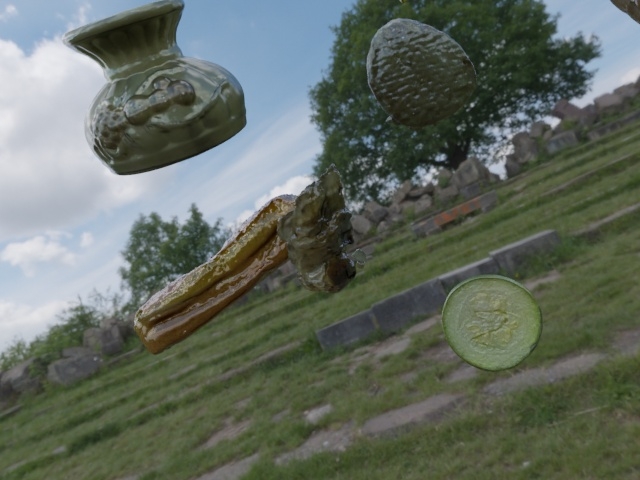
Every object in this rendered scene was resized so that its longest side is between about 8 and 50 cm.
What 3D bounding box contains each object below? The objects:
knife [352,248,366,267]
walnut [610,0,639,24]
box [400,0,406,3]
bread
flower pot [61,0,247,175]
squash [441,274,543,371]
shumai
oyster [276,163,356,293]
[{"bbox_3d":[0.115,0.056,1.403,0.017,0.047,0.298,-57,-7,-6],"label":"knife"},{"bbox_3d":[0.638,-0.507,0.819,0.226,0.274,0.273,19,21,34],"label":"walnut"},{"bbox_3d":[0.159,-0.418,0.536,0.265,0.168,0.097,-31,-33,5],"label":"box"},{"bbox_3d":[-0.168,0.057,0.871,0.380,0.109,0.185,-39,2,0],"label":"bread"},{"bbox_3d":[-0.305,-0.280,0.843,0.307,0.244,0.307,-16,27,8],"label":"flower pot"},{"bbox_3d":[0.447,0.211,1.230,0.251,0.252,0.049,-25,-4,17],"label":"squash"},{"bbox_3d":[0.287,-0.501,1.428,0.292,0.330,0.288,-38,8,24],"label":"shumai"},{"bbox_3d":[0.007,-0.001,0.727,0.161,0.107,0.233,-43,-30,-38],"label":"oyster"}]
